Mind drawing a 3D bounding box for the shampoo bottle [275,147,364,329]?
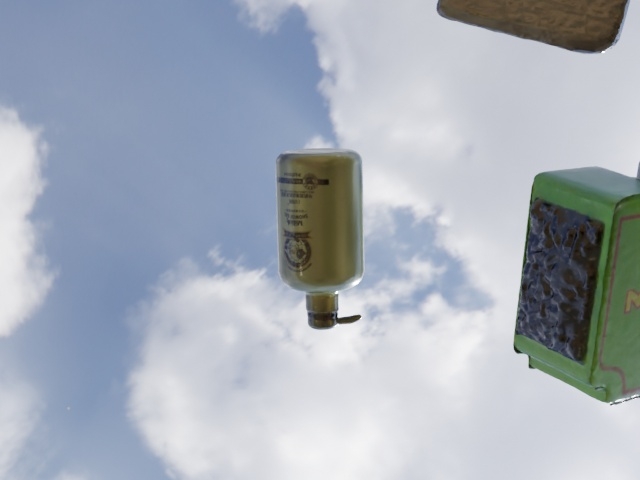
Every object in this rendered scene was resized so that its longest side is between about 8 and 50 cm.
[{"bbox_3d":[0.000,0.000,1.022,0.079,0.079,0.162,-3,-81,-13],"label":"shampoo bottle"}]

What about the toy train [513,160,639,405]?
[{"bbox_3d":[0.369,0.050,1.393,0.248,0.173,0.307,-9,-68,-34],"label":"toy train"}]

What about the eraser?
[{"bbox_3d":[0.157,-0.266,0.764,0.111,0.077,0.352,14,-133,-1],"label":"eraser"}]
